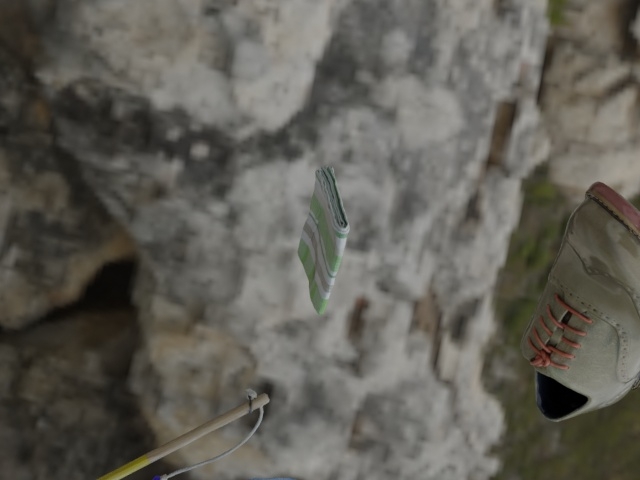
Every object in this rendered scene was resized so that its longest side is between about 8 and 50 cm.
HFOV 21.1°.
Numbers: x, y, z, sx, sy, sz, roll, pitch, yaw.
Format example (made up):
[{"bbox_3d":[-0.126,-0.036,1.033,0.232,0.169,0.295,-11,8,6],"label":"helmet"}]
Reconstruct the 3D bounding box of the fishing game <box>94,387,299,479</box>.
[{"bbox_3d":[-0.042,0.246,1.155,0.264,0.189,0.041,57,8,-4],"label":"fishing game"}]

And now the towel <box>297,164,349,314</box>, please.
[{"bbox_3d":[0.000,0.000,2.073,0.152,0.023,0.113,106,-23,-44],"label":"towel"}]

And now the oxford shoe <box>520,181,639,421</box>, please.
[{"bbox_3d":[0.253,0.075,1.590,0.130,0.123,0.348,-37,149,-13],"label":"oxford shoe"}]
